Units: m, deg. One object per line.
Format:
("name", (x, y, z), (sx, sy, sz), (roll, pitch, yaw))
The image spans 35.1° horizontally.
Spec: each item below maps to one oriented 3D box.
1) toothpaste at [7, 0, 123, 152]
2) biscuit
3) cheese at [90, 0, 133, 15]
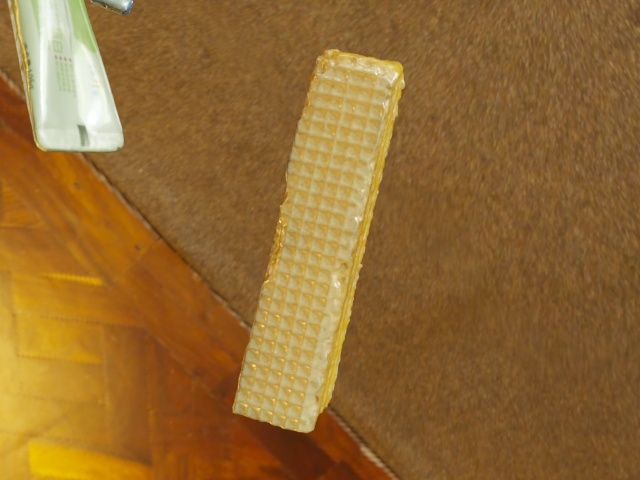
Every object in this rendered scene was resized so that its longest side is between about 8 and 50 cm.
("toothpaste", (-0.133, -0.132, 0.472), (0.029, 0.048, 0.197), (-26, 75, 39))
("biscuit", (0.000, 0.000, 1.014), (0.094, 0.054, 0.378), (14, 96, 17))
("cheese", (-0.199, -0.301, 1.057), (0.095, 0.038, 0.145), (21, 69, -11))
